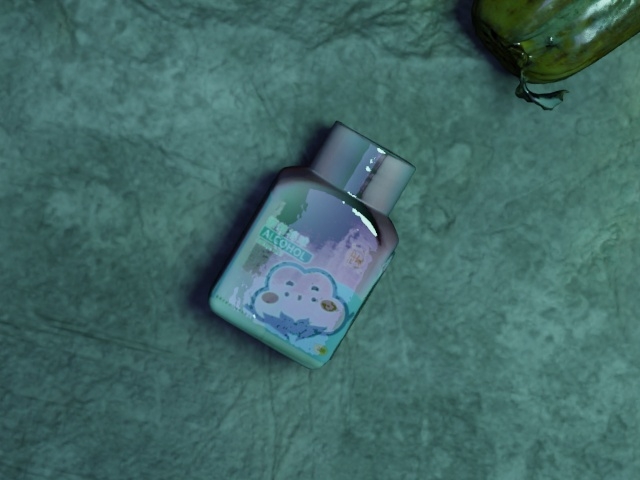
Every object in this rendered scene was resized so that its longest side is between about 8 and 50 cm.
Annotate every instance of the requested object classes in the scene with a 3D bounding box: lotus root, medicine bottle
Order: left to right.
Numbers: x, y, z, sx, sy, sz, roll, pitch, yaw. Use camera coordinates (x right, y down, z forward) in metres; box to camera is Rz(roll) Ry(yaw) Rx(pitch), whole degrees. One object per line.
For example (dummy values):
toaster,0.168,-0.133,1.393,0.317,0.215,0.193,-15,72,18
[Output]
medicine bottle,0.000,0.000,1.278,0.119,0.094,0.188,31,95,-1
lotus root,0.230,-0.223,1.243,0.241,0.123,0.124,-37,123,1
